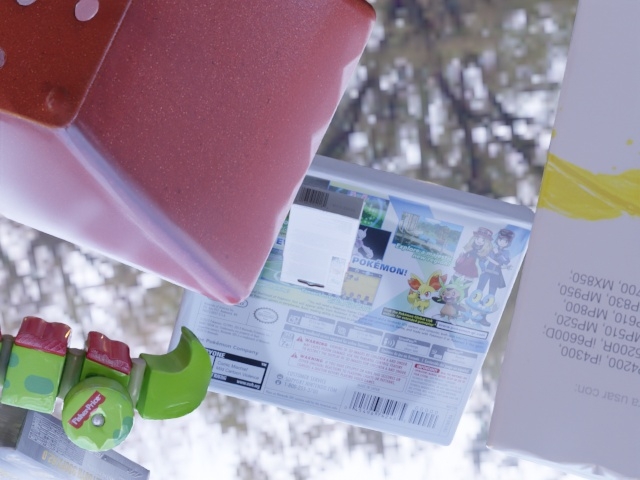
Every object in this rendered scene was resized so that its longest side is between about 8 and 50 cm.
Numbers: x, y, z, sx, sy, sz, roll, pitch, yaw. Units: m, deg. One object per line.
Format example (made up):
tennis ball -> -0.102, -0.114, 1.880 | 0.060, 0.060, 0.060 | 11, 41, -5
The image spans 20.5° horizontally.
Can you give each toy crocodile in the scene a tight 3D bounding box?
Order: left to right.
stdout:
toy crocodile -> -0.271, 0.114, 1.637 | 0.340, 0.105, 0.115 | 10, -165, -11

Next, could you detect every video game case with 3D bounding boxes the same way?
video game case -> 0.024, 0.058, 1.865 | 0.329, 0.300, 0.036 | 14, -151, -6

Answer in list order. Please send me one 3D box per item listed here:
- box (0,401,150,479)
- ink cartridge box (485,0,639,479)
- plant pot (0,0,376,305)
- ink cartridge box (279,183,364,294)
box -> -0.324, 0.234, 1.936 | 0.183, 0.231, 0.056 | 2, -113, 32
ink cartridge box -> 0.247, -0.043, 1.058 | 0.160, 0.384, 0.279 | 12, -178, 24
plant pot -> -0.160, -0.140, 1.355 | 0.267, 0.267, 0.236 | 20, 171, 29
ink cartridge box -> 0.000, 0.000, 1.619 | 0.063, 0.115, 0.029 | 14, -128, 2
